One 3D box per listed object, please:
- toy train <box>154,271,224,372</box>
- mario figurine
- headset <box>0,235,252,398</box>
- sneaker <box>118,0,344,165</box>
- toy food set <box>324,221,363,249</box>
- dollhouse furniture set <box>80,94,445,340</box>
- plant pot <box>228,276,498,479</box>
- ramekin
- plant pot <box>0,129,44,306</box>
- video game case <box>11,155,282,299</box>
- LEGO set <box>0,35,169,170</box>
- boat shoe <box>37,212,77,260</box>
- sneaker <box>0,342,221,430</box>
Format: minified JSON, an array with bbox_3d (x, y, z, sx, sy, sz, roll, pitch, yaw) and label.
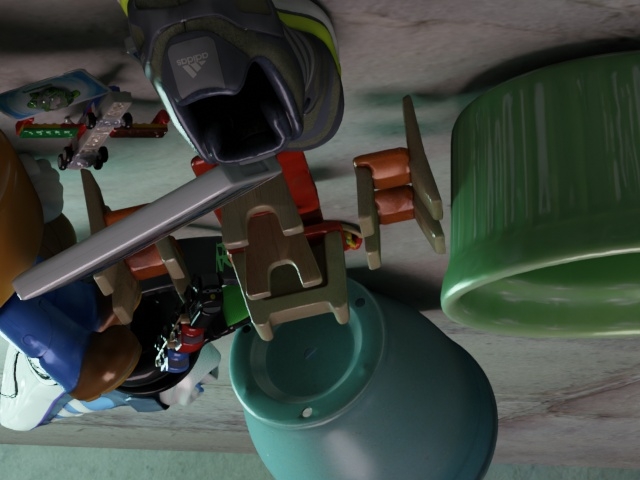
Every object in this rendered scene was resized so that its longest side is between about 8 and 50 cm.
[{"bbox_3d":[-0.101,0.068,1.353,0.027,0.036,0.158,-4,158,-20],"label":"toy train"},{"bbox_3d":[-0.268,-0.009,1.356,0.320,0.170,0.198,33,170,-27],"label":"mario figurine"},{"bbox_3d":[-0.233,0.063,1.807,0.394,0.185,0.243,-24,161,23],"label":"headset"},{"bbox_3d":[-0.051,-0.095,1.065,0.111,0.121,0.300,-17,163,13],"label":"sneaker"},{"bbox_3d":[0.000,0.000,1.699,0.083,0.020,0.082,-5,165,20],"label":"toy food set"},{"bbox_3d":[-0.042,-0.024,1.396,0.262,0.135,0.259,-13,159,1],"label":"dollhouse furniture set"},{"bbox_3d":[0.031,0.167,1.937,0.271,0.272,0.255,-6,149,22],"label":"plant pot"},{"bbox_3d":[0.236,-0.030,1.291,0.303,0.148,0.303,-3,166,-1],"label":"ramekin"},{"bbox_3d":[-0.302,-0.051,1.101,0.205,0.205,0.188,-4,134,15],"label":"plant pot"},{"bbox_3d":[-0.109,-0.011,1.139,0.157,0.019,0.143,-28,180,13],"label":"video game case"},{"bbox_3d":[-0.145,-0.109,1.245,0.244,0.060,0.182,-16,161,15],"label":"LEGO set"},{"bbox_3d":[-0.348,-0.008,1.523,0.285,0.104,0.089,9,171,4],"label":"boat shoe"},{"bbox_3d":[-0.251,0.171,2.158,0.236,0.130,0.323,10,158,-22],"label":"sneaker"}]
